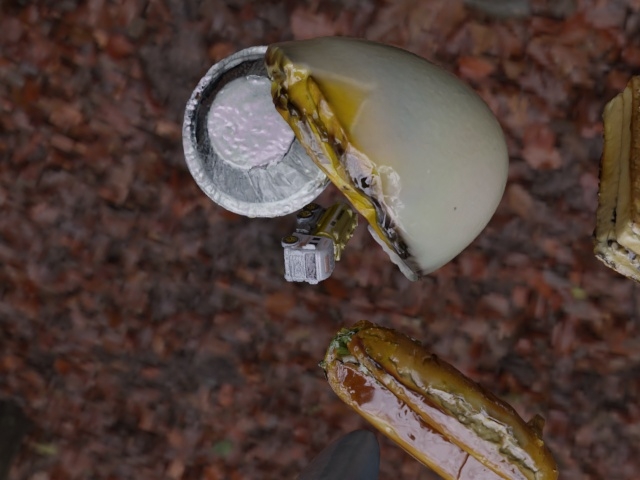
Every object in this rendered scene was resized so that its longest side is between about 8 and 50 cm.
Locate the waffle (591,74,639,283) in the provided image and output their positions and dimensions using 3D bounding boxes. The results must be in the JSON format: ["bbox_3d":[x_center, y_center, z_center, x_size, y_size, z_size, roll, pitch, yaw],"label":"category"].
[{"bbox_3d":[0.480,-0.064,1.740,0.213,0.308,0.091,30,137,-19],"label":"waffle"}]

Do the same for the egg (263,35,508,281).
[{"bbox_3d":[0.074,-0.113,1.276,0.286,0.174,0.264,50,-178,-18],"label":"egg"}]

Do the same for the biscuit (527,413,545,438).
[{"bbox_3d":[0.234,0.279,1.547,0.023,0.140,0.118,28,116,1],"label":"biscuit"}]

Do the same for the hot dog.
[{"bbox_3d":[0.118,0.168,1.216,0.269,0.072,0.115,41,146,-17],"label":"hot dog"}]

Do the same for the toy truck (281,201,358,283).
[{"bbox_3d":[0.000,0.000,1.451,0.063,0.123,0.052,6,121,16],"label":"toy truck"}]

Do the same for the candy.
[{"bbox_3d":[-0.006,0.240,1.054,0.071,0.174,0.138,27,111,8],"label":"candy"}]

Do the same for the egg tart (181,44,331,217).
[{"bbox_3d":[-0.077,-0.145,1.644,0.234,0.234,0.094,5,176,18],"label":"egg tart"}]
